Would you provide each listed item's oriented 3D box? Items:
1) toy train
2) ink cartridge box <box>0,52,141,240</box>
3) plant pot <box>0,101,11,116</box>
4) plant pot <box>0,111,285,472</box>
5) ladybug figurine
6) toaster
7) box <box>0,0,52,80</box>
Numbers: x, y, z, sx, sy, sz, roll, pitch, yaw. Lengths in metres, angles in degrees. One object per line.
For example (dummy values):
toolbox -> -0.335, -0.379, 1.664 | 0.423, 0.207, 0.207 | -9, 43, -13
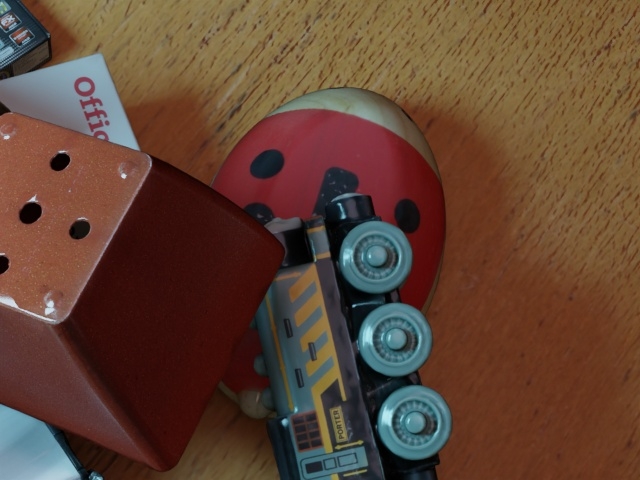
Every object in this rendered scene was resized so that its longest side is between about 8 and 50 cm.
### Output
toy train -> 0.023, 0.121, 1.475 | 0.190, 0.142, 0.334 | -13, 84, -1
ink cartridge box -> -0.388, -0.015, 1.610 | 0.395, 0.166, 0.285 | -18, 72, -15
plant pot -> -0.468, -0.081, 1.442 | 0.215, 0.215, 0.230 | 26, 83, 3
plant pot -> -0.231, 0.028, 1.353 | 0.267, 0.235, 0.267 | 18, 69, 23
ladybug figurine -> 0.000, 0.000, 1.660 | 0.305, 0.162, 0.449 | 18, 67, -1
toaster -> -0.326, 0.241, 1.503 | 0.110, 0.185, 0.168 | -32, 76, -23
box -> -0.507, -0.245, 1.746 | 0.270, 0.060, 0.216 | -38, 77, -20
